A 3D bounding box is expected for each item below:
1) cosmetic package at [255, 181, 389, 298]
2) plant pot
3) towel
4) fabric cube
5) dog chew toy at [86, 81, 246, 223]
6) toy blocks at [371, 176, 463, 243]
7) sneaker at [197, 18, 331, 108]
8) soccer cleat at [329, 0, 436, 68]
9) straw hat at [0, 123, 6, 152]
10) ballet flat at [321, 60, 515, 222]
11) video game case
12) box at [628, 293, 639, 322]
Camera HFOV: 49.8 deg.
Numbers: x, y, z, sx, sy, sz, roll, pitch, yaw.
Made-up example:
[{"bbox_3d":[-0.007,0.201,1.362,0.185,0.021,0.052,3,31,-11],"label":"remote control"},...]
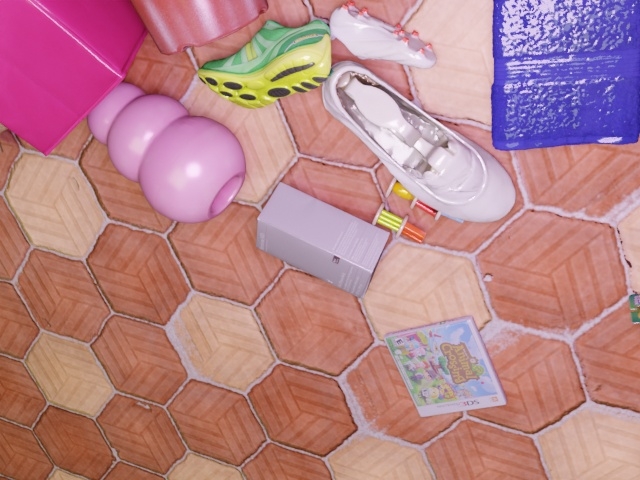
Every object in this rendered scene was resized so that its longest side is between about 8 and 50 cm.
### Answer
[{"bbox_3d":[0.000,0.000,1.319,0.237,0.107,0.127,22,152,7],"label":"cosmetic package"},{"bbox_3d":[-0.225,-0.461,1.107,0.272,0.272,0.265,-9,121,24],"label":"plant pot"},{"bbox_3d":[0.379,-0.295,1.067,0.227,0.076,0.308,-1,115,13],"label":"towel"},{"bbox_3d":[-0.482,-0.361,1.204,0.259,0.254,0.258,-33,122,30],"label":"fabric cube"},{"bbox_3d":[-0.305,-0.182,1.313,0.331,0.206,0.207,37,123,9],"label":"dog chew toy"},{"bbox_3d":[0.183,-0.044,1.277,0.148,0.054,0.123,26,122,6],"label":"toy blocks"},{"bbox_3d":[-0.093,-0.314,1.222,0.295,0.124,0.109,-1,153,37],"label":"sneaker"},{"bbox_3d":[0.102,-0.329,1.157,0.196,0.068,0.076,31,128,12],"label":"soccer cleat"},{"bbox_3d":[-0.703,-0.265,1.490,0.061,0.144,0.145,-35,104,-10],"label":"straw hat"},{"bbox_3d":[0.162,-0.160,1.165,0.400,0.139,0.139,38,123,-1],"label":"ballet flat"},{"bbox_3d":[0.258,0.265,1.427,0.193,0.023,0.212,-17,109,27],"label":"video game case"},{"bbox_3d":[0.620,0.146,1.180,0.179,0.105,0.043,15,120,14],"label":"box"}]
